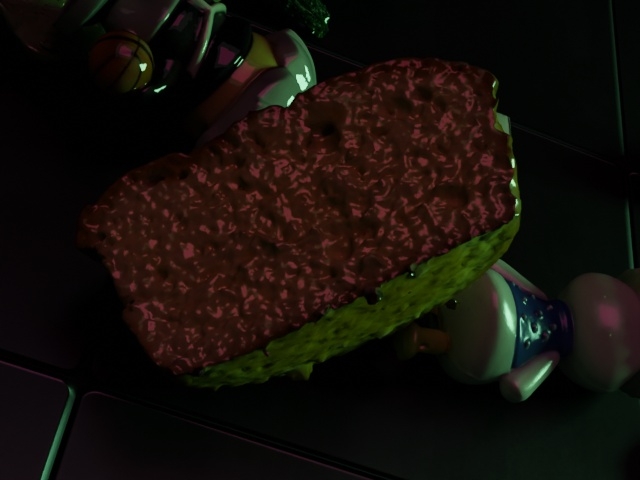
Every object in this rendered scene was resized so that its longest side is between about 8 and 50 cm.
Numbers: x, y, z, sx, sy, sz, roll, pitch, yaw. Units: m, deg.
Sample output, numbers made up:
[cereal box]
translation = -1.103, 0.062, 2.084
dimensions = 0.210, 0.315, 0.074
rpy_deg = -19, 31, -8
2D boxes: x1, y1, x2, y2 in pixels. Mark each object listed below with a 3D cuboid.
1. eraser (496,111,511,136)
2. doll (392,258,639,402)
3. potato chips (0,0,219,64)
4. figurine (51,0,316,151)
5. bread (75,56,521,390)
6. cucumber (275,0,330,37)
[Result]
[eraser]
translation = 0.151, -0.087, 1.215
dimensions = 0.104, 0.023, 0.150
rpy_deg = 16, 46, -13
[doll]
translation = 0.201, 0.078, 1.039
dimensions = 0.293, 0.119, 0.138
rpy_deg = 2, 55, -18
[potato chips]
translation = -0.279, -0.337, 1.168
dimensions = 0.373, 0.097, 0.389
rpy_deg = 37, 42, 10
[figurine]
translation = -0.112, -0.155, 1.046
dimensions = 0.236, 0.133, 0.176
rpy_deg = 38, 44, -21
[bread]
translation = 0.000, 0.000, 0.933
dimensions = 0.340, 0.179, 0.194
rpy_deg = -25, 66, -3
[cucumber]
translation = -0.072, -0.310, 1.223
dimensions = 0.256, 0.043, 0.044
rpy_deg = 50, 51, -20
